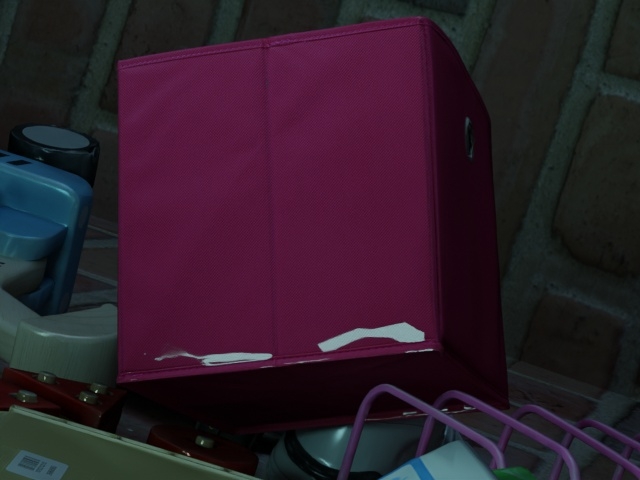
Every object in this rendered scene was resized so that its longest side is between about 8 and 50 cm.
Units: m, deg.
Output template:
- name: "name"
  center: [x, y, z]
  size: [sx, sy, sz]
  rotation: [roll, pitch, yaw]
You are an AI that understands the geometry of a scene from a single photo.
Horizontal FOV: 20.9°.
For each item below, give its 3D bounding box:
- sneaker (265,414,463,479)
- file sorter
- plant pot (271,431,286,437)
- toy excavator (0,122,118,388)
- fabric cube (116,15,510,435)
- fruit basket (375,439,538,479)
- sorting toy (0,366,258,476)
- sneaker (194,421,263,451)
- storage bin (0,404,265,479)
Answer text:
- name: "sneaker"
  center: [0.090, 0.149, 1.648]
  size: [0.137, 0.210, 0.366]
  rotation: [32, 11, 19]
- name: "file sorter"
  center: [0.170, 0.229, 1.312]
  size: [0.290, 0.182, 0.202]
  rotation: [14, 7, -32]
- name: "plant pot"
  center: [-0.046, 0.045, 1.845]
  size: [0.271, 0.255, 0.271]
  rotation: [29, 2, -1]
- name: "toy excavator"
  center: [-0.364, 0.025, 1.866]
  size: [0.433, 0.222, 0.445]
  rotation: [19, 19, 9]
- name: "fabric cube"
  center: [0.000, 0.000, 1.383]
  size: [0.259, 0.258, 0.254]
  rotation: [-7, -18, 15]
- name: "fruit basket"
  center: [-0.046, 0.201, 0.638]
  size: [0.353, 0.165, 0.327]
  rotation: [-15, 8, -4]
- name: "sorting toy"
  center: [-0.183, 0.169, 1.320]
  size: [0.257, 0.089, 0.255]
  rotation: [20, 6, 32]
- name: "sneaker"
  center: [-0.047, 0.126, 1.587]
  size: [0.083, 0.118, 0.222]
  rotation: [23, -32, -14]
- name: "storage bin"
  center: [-0.126, 0.201, 0.995]
  size: [0.260, 0.123, 0.262]
  rotation: [16, 6, 0]
